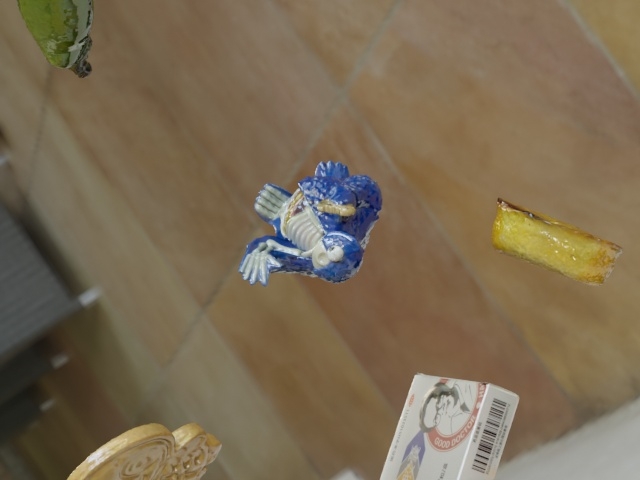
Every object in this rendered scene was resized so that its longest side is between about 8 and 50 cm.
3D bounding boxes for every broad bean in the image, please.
[{"bbox_3d":[-0.179,-0.187,1.040,0.070,0.048,0.213,18,140,15],"label":"broad bean"}]

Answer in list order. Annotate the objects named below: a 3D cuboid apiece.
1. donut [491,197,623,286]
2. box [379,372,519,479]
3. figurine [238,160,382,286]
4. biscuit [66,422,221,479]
[{"bbox_3d":[0.250,0.004,1.651,0.152,0.058,0.152,20,-177,-1],"label":"donut"},{"bbox_3d":[0.155,0.371,2.204,0.069,0.353,0.214,25,169,-23],"label":"box"},{"bbox_3d":[0.006,-0.006,1.783,0.121,0.164,0.262,57,-166,-19],"label":"figurine"},{"bbox_3d":[-0.268,0.356,2.344,0.044,0.288,0.202,50,116,30],"label":"biscuit"}]
